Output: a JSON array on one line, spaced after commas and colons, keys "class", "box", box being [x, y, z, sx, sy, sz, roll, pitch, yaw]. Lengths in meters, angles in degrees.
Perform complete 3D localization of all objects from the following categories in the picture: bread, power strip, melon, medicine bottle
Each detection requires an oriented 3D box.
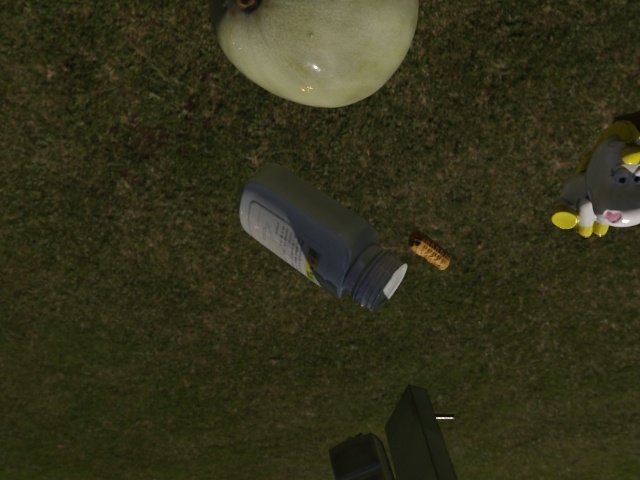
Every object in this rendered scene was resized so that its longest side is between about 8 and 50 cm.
[{"class": "bread", "box": [0.277, 0.025, 1.294, 0.044, 0.052, 0.157, -8, 149, 46]}, {"class": "power strip", "box": [0.081, 0.389, 0.678, 0.078, 0.272, 0.052, -24, 143, 8]}, {"class": "melon", "box": [-0.005, -0.309, 0.680, 0.272, 0.272, 0.308, -34, 149, 32]}, {"class": "medicine bottle", "box": [0.000, 0.000, 0.956, 0.324, 0.124, 0.179, 36, 145, 22]}]

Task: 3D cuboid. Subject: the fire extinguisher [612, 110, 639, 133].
[{"class": "fire extinguisher", "box": [0.605, -0.163, 0.696, 0.344, 0.138, 0.102, -11, 105, 22]}]

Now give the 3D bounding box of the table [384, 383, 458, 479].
[{"class": "table", "box": [0.210, 0.402, 0.945, 0.111, 0.240, 0.122, 19, 112, -11]}]

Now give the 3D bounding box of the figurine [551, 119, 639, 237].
[{"class": "figurine", "box": [0.373, -0.077, 0.667, 0.109, 0.130, 0.178, 1, 171, 8]}]
